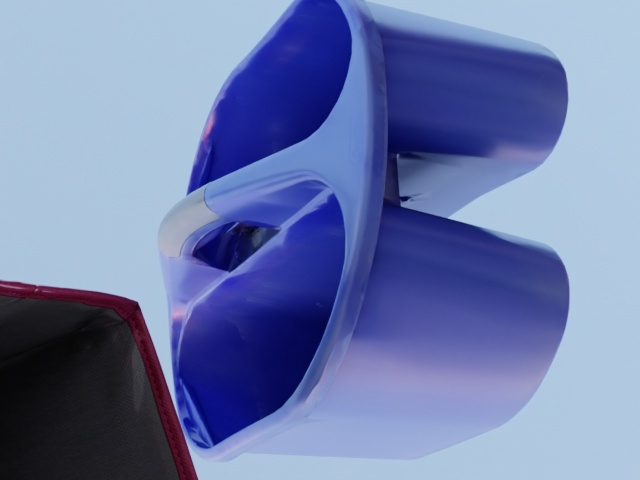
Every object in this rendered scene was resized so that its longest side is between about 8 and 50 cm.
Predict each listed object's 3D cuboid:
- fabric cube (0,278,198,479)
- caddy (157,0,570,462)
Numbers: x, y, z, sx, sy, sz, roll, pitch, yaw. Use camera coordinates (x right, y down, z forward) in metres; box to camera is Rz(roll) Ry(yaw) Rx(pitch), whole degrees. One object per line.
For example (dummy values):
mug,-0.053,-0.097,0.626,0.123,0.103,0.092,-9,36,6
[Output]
fabric cube,-0.203,0.179,0.820,0.258,0.259,0.254,-21,-101,13
caddy,0.000,0.000,1.012,0.179,0.341,0.241,9,-109,-18
